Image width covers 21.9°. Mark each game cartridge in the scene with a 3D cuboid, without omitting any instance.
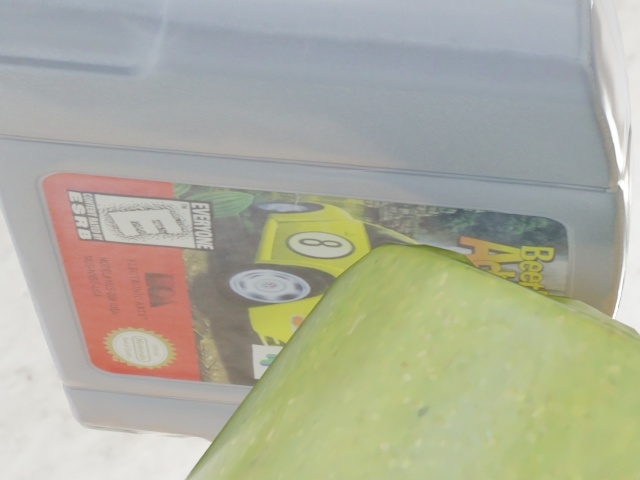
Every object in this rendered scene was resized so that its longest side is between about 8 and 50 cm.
[{"bbox_3d":[0.000,0.000,0.544,0.196,0.060,0.294,2,151,2],"label":"game cartridge"}]

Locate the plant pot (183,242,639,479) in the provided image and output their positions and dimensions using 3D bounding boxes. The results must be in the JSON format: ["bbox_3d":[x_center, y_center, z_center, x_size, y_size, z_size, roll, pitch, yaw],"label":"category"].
[{"bbox_3d":[0.027,0.150,0.415,0.254,0.276,0.276,-60,153,-7],"label":"plant pot"}]
